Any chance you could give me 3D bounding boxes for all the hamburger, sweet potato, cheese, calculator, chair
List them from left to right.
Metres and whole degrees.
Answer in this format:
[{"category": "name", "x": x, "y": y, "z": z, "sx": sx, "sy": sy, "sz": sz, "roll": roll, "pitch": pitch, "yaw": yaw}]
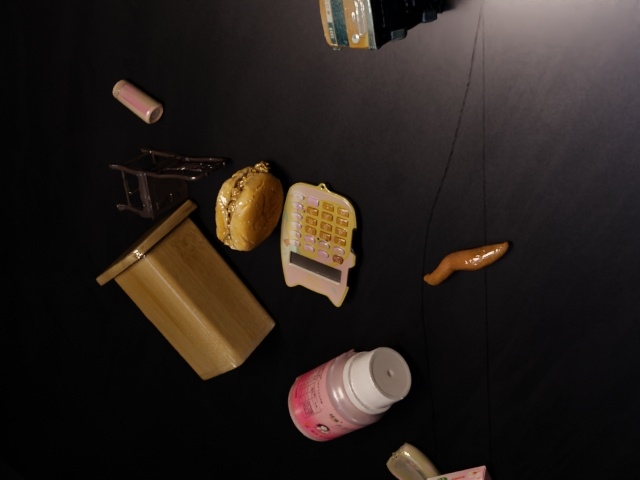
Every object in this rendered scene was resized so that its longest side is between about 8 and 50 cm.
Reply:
[{"category": "chair", "x": -0.279, "y": -0.106, "z": 1.447, "sx": 0.229, "sy": 0.106, "sz": 0.113, "roll": 14, "pitch": 125, "yaw": 30}, {"category": "hamburger", "x": -0.123, "y": -0.059, "z": 1.339, "sx": 0.083, "sy": 0.138, "sz": 0.147, "roll": 21, "pitch": 127, "yaw": 18}, {"category": "calculator", "x": 0.000, "y": 0.000, "z": 1.365, "sx": 0.157, "sy": 0.033, "sz": 0.236, "roll": 22, "pitch": 128, "yaw": 24}, {"category": "cheese", "x": 0.224, "y": 0.487, "z": 1.522, "sx": 0.192, "sy": 0.037, "sz": 0.097, "roll": 39, "pitch": 135, "yaw": 8}, {"category": "sweet potato", "x": 0.224, "y": 0.036, "z": 1.217, "sx": 0.179, "sy": 0.044, "sz": 0.044, "roll": -27, "pitch": 101, "yaw": 43}]

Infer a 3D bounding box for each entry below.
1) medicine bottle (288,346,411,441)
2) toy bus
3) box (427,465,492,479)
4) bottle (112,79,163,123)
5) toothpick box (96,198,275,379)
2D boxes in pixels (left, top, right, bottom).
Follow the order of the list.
[{"category": "medicine bottle", "x": 0.055, "y": 0.286, "z": 1.438, "sx": 0.147, "sy": 0.147, "sz": 0.247, "roll": 51, "pitch": 136, "yaw": -3}, {"category": "toy bus", "x": 0.077, "y": -0.313, "z": 0.988, "sx": 0.103, "sy": 0.182, "sz": 0.091, "roll": 10, "pitch": 124, "yaw": 34}, {"category": "box", "x": 0.274, "y": 0.490, "z": 1.457, "sx": 0.125, "sy": 0.043, "sz": 0.089, "roll": -23, "pitch": 104, "yaw": 24}, {"category": "bottle", "x": -0.344, "y": -0.262, "z": 1.433, "sx": 0.096, "sy": 0.045, "sz": 0.045, "roll": 36, "pitch": 134, "yaw": 14}, {"category": "toothpick box", "x": -0.258, "y": 0.111, "z": 1.535, "sx": 0.187, "sy": 0.190, "sz": 0.308, "roll": -29, "pitch": 104, "yaw": 44}]
